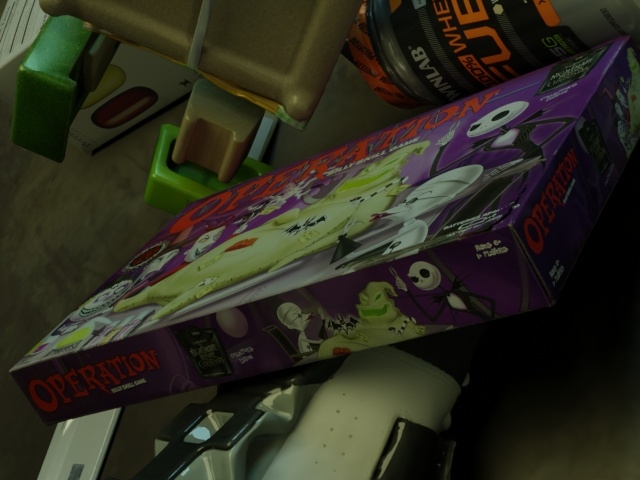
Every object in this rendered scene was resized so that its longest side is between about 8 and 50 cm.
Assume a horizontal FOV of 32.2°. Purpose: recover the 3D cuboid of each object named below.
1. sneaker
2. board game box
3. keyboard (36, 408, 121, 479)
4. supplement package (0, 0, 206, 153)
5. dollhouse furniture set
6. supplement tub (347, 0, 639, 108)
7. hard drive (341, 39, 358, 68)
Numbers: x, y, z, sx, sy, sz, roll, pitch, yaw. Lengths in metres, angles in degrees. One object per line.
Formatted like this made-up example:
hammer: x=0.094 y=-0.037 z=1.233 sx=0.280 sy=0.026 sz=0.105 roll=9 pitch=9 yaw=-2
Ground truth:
sneaker: x=0.010 y=0.118 z=0.593 sx=0.330 sy=0.146 sz=0.122 roll=-42 pitch=16 yaw=-22
board game box: x=0.000 y=0.000 z=0.622 sx=0.347 sy=0.056 sz=0.208 roll=-18 pitch=16 yaw=37
keyboard: x=-0.195 y=0.187 z=0.856 sx=0.072 sy=0.014 sz=0.256 roll=-5 pitch=60 yaw=42
supplement package: x=-0.186 y=-0.206 z=1.039 sx=0.244 sy=0.139 sz=0.133 roll=-24 pitch=46 yaw=39
dollhouse furniture set: x=-0.078 y=-0.168 z=0.745 sx=0.301 sy=0.198 sz=0.151 roll=118 pitch=173 yaw=-52
supplement tub: x=0.113 y=-0.148 z=0.662 sx=0.190 sy=0.117 sz=0.117 roll=-17 pitch=51 yaw=43
hard drive: x=0.098 y=-0.305 z=0.849 sx=0.237 sy=0.064 sz=0.338 roll=-33 pitch=43 yaw=30
